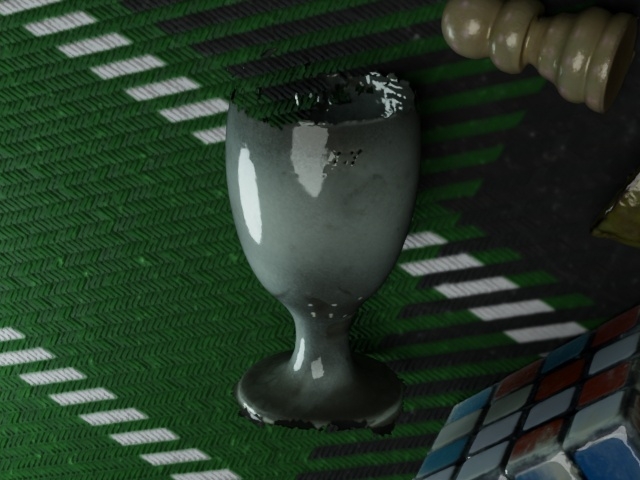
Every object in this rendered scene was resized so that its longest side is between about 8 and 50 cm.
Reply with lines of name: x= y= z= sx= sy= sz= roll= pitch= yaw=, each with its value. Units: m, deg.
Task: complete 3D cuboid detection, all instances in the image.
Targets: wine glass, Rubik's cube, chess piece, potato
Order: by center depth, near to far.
chess piece: x=0.191 y=-0.179 z=1.442 sx=0.170 sy=0.094 sz=0.094 roll=18 pitch=117 yaw=20
potato: x=0.328 y=-0.020 z=1.461 sx=0.120 sy=0.081 sz=0.149 roll=37 pitch=119 yaw=4
Rubik's cube: x=0.260 y=0.254 z=1.506 sx=0.256 sy=0.253 sz=0.259 roll=-30 pitch=98 yaw=28
wine glass: x=0.003 y=0.004 z=1.529 sx=0.190 sy=0.190 sz=0.357 roll=6 pitch=114 yaw=17
